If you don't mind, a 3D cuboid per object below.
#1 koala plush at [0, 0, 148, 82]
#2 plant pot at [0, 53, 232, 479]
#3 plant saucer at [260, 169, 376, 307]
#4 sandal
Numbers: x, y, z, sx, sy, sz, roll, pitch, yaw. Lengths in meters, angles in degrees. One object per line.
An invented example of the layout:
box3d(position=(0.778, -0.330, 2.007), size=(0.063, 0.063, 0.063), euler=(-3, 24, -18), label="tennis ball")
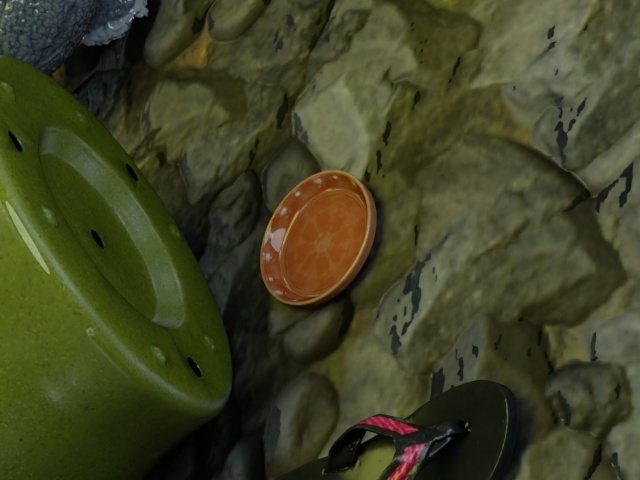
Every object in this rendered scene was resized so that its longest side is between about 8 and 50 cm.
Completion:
box3d(position=(-0.225, -0.132, 1.215), size=(0.221, 0.196, 0.203), euler=(-52, 53, 9), label="koala plush")
box3d(position=(-0.254, 0.082, 1.022), size=(0.353, 0.366, 0.366), euler=(-34, 47, 12), label="plant pot")
box3d(position=(0.000, 0.000, 1.034), size=(0.083, 0.013, 0.083), euler=(-23, 53, 35), label="plant saucer")
box3d(position=(0.025, 0.122, 0.919), size=(0.179, 0.040, 0.067), euler=(-29, 50, 31), label="sandal")
